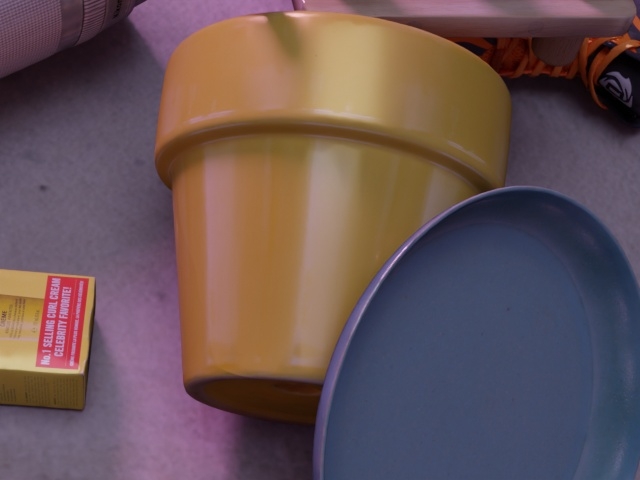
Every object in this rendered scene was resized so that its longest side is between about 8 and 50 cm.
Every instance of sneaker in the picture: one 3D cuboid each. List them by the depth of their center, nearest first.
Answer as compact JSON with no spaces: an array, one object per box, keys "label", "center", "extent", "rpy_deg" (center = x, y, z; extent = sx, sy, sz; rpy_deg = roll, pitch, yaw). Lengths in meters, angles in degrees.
[{"label":"sneaker","center":[0.200,-0.171,1.162],"extent":[0.321,0.124,0.180],"rpy_deg":[-25,64,-23]}]

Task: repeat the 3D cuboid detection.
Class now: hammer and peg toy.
[{"label":"hammer and peg toy","center":[0.034,-0.239,1.013],"extent":[0.361,0.127,0.266],"rpy_deg":[-3,52,-16]}]

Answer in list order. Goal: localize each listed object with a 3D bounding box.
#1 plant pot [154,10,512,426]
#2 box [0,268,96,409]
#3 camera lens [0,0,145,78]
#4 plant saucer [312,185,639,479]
[{"label":"plant pot","center":[0.000,0.000,0.962],"extent":[0.254,0.254,0.239],"rpy_deg":[9,71,-5]},{"label":"box","center":[-0.280,0.065,0.968],"extent":[0.232,0.058,0.087],"rpy_deg":[6,56,-6]},{"label":"camera lens","center":[-0.286,-0.230,1.057],"extent":[0.274,0.219,0.219],"rpy_deg":[-29,67,-25]},{"label":"plant saucer","center":[0.108,0.120,0.903],"extent":[0.043,0.317,0.317],"rpy_deg":[10,44,48]}]
